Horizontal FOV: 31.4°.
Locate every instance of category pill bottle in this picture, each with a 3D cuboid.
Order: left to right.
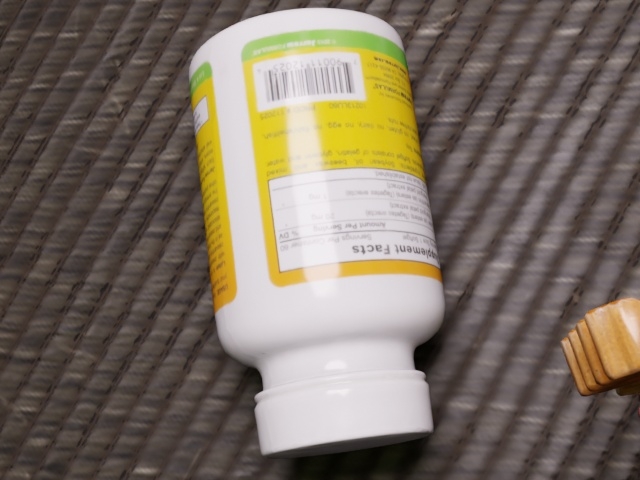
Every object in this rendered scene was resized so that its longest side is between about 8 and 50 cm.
[{"bbox_3d":[0.000,0.000,0.681,0.136,0.136,0.246,-11,76,12],"label":"pill bottle"}]

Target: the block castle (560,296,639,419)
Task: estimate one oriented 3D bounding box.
[{"bbox_3d":[0.230,0.125,0.433,0.212,0.453,0.303,-13,76,3],"label":"block castle"}]
